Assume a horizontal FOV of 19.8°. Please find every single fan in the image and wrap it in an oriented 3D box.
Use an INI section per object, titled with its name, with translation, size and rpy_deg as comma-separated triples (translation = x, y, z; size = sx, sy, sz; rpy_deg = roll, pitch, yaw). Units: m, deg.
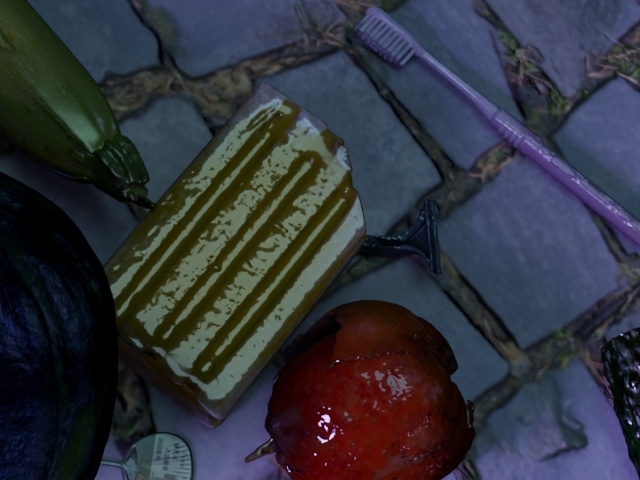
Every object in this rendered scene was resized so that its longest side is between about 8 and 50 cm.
[fan]
translation = -0.128, 0.174, 1.343
size = 0.080, 0.003, 0.060
rpy_deg = -17, 70, -22

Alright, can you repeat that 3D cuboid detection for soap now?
[soap]
translation = -0.061, 0.009, 1.379
size = 0.140, 0.073, 0.232
rpy_deg = 38, 72, 3

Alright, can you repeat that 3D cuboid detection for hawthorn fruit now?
[hawthorn fruit]
translation = 0.022, 0.124, 1.337
size = 0.172, 0.148, 0.148
rpy_deg = -25, 73, -4

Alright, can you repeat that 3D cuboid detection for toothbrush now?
[toothbrush]
translation = 0.170, -0.078, 1.532
size = 0.354, 0.024, 0.029
rpy_deg = 39, 67, 5

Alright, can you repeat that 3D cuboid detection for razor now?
[razor]
translation = -0.001, 0.002, 1.447
size = 0.190, 0.033, 0.066
rpy_deg = -1, 66, -10

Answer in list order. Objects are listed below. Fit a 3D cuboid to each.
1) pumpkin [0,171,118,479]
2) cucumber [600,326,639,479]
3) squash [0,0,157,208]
[pumpkin]
translation = -0.305, 0.076, 1.147
size = 0.363, 0.363, 0.266
rpy_deg = 10, 105, -11
[cucumber]
translation = 0.287, 0.209, 1.408
size = 0.067, 0.067, 0.294
rpy_deg = -9, 69, -19
[squash]
translation = -0.238, -0.134, 1.405
size = 0.094, 0.094, 0.341
rpy_deg = -34, 72, -26
